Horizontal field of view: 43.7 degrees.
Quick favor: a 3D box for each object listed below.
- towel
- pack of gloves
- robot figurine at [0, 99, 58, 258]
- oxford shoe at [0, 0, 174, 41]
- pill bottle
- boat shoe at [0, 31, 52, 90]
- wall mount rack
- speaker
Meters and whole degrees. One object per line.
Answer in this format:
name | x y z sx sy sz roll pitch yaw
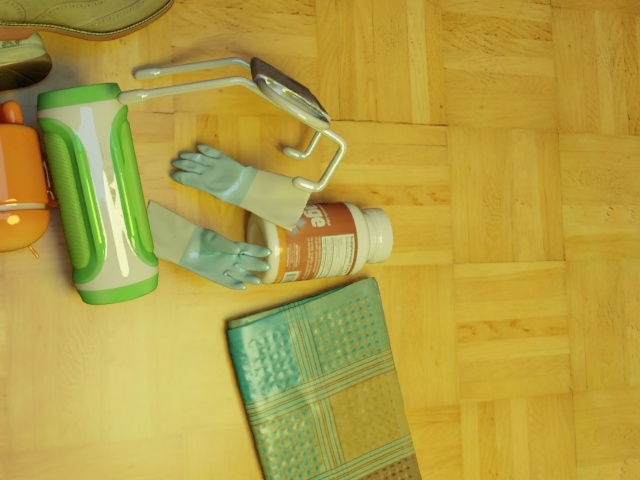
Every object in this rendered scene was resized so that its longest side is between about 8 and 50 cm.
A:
towel | 0.012 0.270 1.304 0.271 0.040 0.370 -15 94 -22
pack of gloves | -0.154 -0.043 1.183 0.232 0.046 0.195 21 76 17
robot figurine | -0.442 -0.079 1.089 0.128 0.158 0.219 -8 89 3
oxford shoe | -0.340 -0.362 1.119 0.348 0.130 0.123 -23 77 -40
pill bottle | 0.000 0.000 1.272 0.216 0.121 0.121 -6 88 -24
boat shoe | -0.518 -0.249 1.086 0.285 0.104 0.089 -15 78 -38
wall mount rack | -0.118 -0.199 1.161 0.304 0.350 0.130 29 103 -16
speaker | -0.310 -0.065 1.122 0.131 0.131 0.296 -14 102 -23
